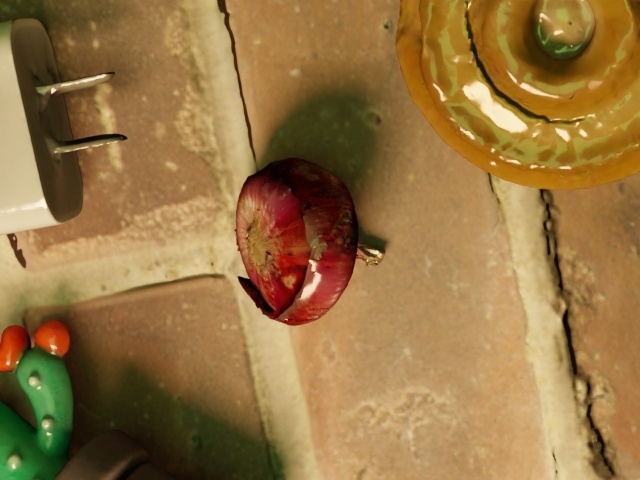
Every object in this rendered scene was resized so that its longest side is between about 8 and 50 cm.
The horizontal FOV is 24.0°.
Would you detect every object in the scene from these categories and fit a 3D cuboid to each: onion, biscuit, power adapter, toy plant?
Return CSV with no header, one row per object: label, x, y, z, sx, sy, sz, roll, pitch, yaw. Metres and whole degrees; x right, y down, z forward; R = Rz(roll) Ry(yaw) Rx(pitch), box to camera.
onion,0.000,0.000,1.346,0.140,0.150,0.150,-1,101,-32
biscuit,0.206,-0.183,1.270,0.296,0.102,0.296,4,109,12
power adapter,-0.301,-0.097,1.352,0.255,0.124,0.187,-9,99,10
toy plant,-0.248,0.254,1.378,0.400,0.185,0.279,27,122,11
